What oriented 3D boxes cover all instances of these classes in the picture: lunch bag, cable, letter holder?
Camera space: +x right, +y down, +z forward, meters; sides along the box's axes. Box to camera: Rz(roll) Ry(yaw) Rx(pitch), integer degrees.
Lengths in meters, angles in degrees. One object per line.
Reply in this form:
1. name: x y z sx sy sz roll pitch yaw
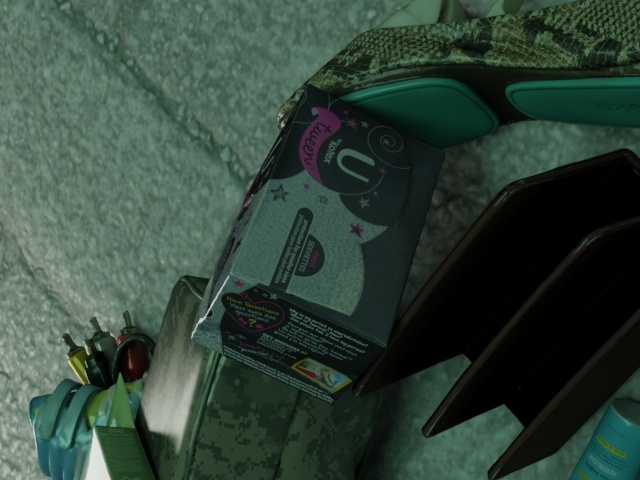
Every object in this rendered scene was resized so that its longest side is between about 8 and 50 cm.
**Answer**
1. lunch bag: -0.056 0.210 1.348 0.212 0.256 0.305 -144 67 -65
2. cable: -0.240 0.232 1.622 0.139 0.072 0.287 -21 91 18
3. letter holder: 0.192 0.084 1.143 0.152 0.214 0.302 52 131 23

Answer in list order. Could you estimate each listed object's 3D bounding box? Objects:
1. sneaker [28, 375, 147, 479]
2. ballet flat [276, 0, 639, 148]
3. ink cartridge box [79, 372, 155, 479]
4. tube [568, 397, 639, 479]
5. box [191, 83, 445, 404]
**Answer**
1. sneaker: -0.241 0.197 1.515 0.208 0.127 0.319 32 103 8
2. ballet flat: 0.182 -0.187 1.243 0.482 0.164 0.182 -4 66 32
3. ink cartridge box: -0.240 0.273 1.352 0.235 0.056 0.171 53 130 56
4. tube: 0.273 0.256 1.232 0.080 0.052 0.207 39 119 40
5. box: 0.000 0.000 1.200 0.163 0.247 0.142 26 143 -7
